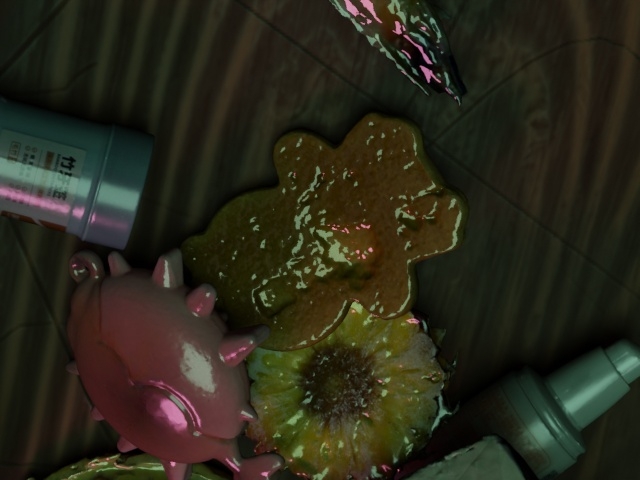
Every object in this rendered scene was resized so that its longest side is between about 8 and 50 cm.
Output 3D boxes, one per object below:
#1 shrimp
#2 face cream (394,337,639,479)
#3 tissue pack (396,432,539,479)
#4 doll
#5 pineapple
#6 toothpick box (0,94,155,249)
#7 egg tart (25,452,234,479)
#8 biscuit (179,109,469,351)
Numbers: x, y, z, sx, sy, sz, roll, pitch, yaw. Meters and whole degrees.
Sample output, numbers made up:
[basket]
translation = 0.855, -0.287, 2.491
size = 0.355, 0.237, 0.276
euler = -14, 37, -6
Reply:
[shrimp]
translation = 0.051, -0.257, 1.367
size = 0.164, 0.062, 0.316
euler = -33, 105, 7
[face cream]
translation = 0.181, 0.167, 1.514
size = 0.252, 0.101, 0.101
euler = -36, 109, 8
[tissue pack]
translation = 0.162, 0.353, 1.455
size = 0.198, 0.210, 0.370
euler = -23, 136, 7
[doll]
translation = -0.127, 0.115, 1.444
size = 0.262, 0.093, 0.211
euler = 45, 129, 5
[pineapple]
translation = 0.014, 0.126, 1.484
size = 0.221, 0.047, 0.221
euler = 0, 88, 12
[toothpick box]
translation = -0.222, -0.058, 1.399
size = 0.153, 0.101, 0.101
euler = 14, 109, -8
[egg tart]
translation = -0.164, 0.343, 1.543
size = 0.315, 0.120, 0.314
euler = -1, 111, -3
[biscuit]
translation = 0.000, 0.000, 1.448
size = 0.249, 0.035, 0.184
euler = -35, 86, 11
